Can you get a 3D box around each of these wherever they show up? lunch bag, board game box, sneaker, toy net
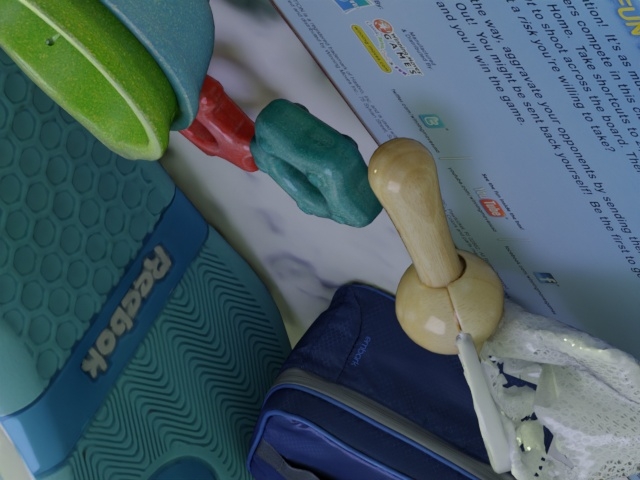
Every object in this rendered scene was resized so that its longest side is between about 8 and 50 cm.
[{"bbox_3d":[0.028,0.069,0.641,0.098,0.065,0.067,28,153,6],"label":"lunch bag"},{"bbox_3d":[0.109,0.015,0.512,0.145,0.027,0.281,4,142,44],"label":"board game box"},{"bbox_3d":[-0.140,0.020,0.666,0.208,0.127,0.319,4,133,38],"label":"sneaker"},{"bbox_3d":[0.000,0.000,0.527,0.232,0.045,0.122,43,164,-9],"label":"toy net"}]
